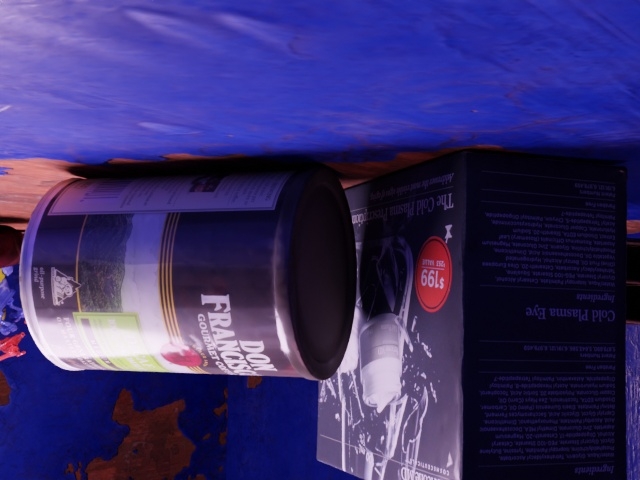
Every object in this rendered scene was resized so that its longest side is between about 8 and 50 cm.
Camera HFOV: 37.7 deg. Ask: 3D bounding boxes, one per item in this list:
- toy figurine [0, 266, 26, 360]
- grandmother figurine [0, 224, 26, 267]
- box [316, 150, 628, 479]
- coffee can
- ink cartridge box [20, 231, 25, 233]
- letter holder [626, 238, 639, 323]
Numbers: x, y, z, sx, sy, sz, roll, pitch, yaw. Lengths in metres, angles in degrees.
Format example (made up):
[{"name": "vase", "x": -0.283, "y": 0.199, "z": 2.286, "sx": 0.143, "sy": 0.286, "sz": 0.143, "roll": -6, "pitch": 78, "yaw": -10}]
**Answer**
[{"name": "toy figurine", "x": -0.634, "y": 0.062, "z": 1.849, "sx": 0.191, "sy": 0.217, "sz": 0.363, "roll": -19, "pitch": -150, "yaw": 31}, {"name": "grandmother figurine", "x": -0.519, "y": 0.009, "z": 1.384, "sx": 0.342, "sy": 0.104, "sz": 0.208, "roll": -1, "pitch": -157, "yaw": -16}, {"name": "box", "x": 0.137, "y": 0.093, "z": 0.961, "sx": 0.178, "sy": 0.313, "sz": 0.343, "roll": 2, "pitch": 175, "yaw": -21}, {"name": "coffee can", "x": -0.122, "y": 0.033, "z": 0.928, "sx": 0.275, "sy": 0.202, "sz": 0.201, "roll": -1, "pitch": 175, "yaw": 19}, {"name": "ink cartridge box", "x": -0.595, "y": 0.009, "z": 1.605, "sx": 0.235, "sy": 0.056, "sz": 0.171, "roll": 2, "pitch": 176, "yaw": -43}, {"name": "letter holder", "x": 0.434, "y": 0.077, "z": 1.751, "sx": 0.214, "sy": 0.152, "sz": 0.301, "roll": 5, "pitch": 174, "yaw": -27}]
